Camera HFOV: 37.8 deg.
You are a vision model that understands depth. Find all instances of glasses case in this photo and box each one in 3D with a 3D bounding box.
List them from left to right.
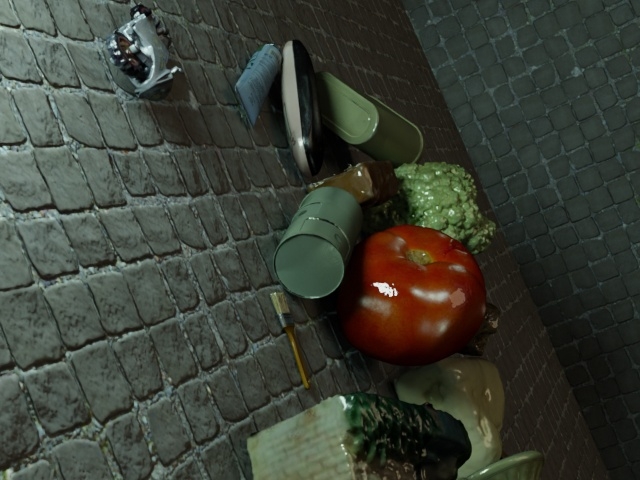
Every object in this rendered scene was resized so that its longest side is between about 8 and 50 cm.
[{"bbox_3d":[-0.038,-0.274,1.913,0.122,0.075,0.315,70,11,-60],"label":"glasses case"}]

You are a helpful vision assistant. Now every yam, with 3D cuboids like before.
[{"bbox_3d":[0.242,0.159,1.944,0.128,0.238,0.129,101,2,-74],"label":"yam"}]

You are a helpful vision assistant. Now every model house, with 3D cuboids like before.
[{"bbox_3d":[0.071,0.388,1.266,0.298,0.243,0.284,26,48,-44],"label":"model house"}]

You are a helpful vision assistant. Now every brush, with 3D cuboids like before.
[{"bbox_3d":[-0.046,0.164,1.535,0.043,0.014,0.170,9,61,-68],"label":"brush"}]

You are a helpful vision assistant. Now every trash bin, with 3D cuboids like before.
[{"bbox_3d":[0.096,-0.268,2.120,0.243,0.121,0.247,40,11,28],"label":"trash bin"}]

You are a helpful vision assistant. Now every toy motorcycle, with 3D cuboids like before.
[{"bbox_3d":[-0.260,-0.287,1.417,0.122,0.080,0.215,56,18,-23],"label":"toy motorcycle"}]

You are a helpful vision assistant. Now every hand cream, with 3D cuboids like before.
[{"bbox_3d":[-0.123,-0.316,1.822,0.271,0.058,0.091,-76,151,-54],"label":"hand cream"}]

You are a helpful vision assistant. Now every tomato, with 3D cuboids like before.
[{"bbox_3d":[0.158,0.113,1.754,0.299,0.298,0.226,-82,-177,-55],"label":"tomato"}]

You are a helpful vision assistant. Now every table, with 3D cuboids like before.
[{"bbox_3d":[0.000,0.000,1.667,0.126,0.126,0.220,59,22,-17],"label":"table"}]

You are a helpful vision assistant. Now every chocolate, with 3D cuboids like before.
[{"bbox_3d":[0.074,-0.102,1.937,0.214,0.148,0.093,-9,81,-67],"label":"chocolate"}]

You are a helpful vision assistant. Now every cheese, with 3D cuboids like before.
[{"bbox_3d":[0.287,0.354,1.910,0.247,0.173,0.251,-9,75,-60],"label":"cheese"}]

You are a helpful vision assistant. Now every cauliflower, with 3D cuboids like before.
[{"bbox_3d":[0.235,-0.031,2.134,0.281,0.326,0.260,111,-7,-53],"label":"cauliflower"}]

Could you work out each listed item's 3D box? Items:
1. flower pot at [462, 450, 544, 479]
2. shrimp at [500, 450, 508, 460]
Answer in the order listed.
[{"bbox_3d":[0.378,0.552,1.761,0.307,0.307,0.244,29,33,-58],"label":"flower pot"},{"bbox_3d":[0.462,0.599,2.247,0.152,0.046,0.219,31,36,-58],"label":"shrimp"}]
